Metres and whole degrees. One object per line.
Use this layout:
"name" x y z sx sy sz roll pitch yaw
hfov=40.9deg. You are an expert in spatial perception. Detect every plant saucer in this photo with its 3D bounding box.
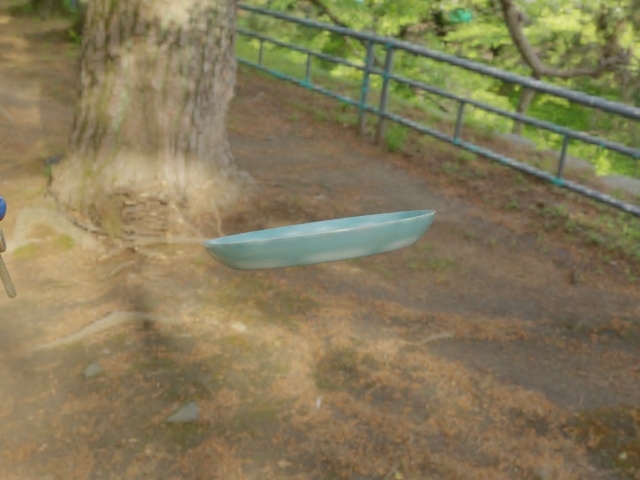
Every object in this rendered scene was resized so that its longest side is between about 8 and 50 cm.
"plant saucer" 0.000 0.000 1.163 0.318 0.043 0.317 -9 4 1

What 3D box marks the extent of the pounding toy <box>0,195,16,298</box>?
"pounding toy" -0.400 -0.003 0.997 0.100 0.141 0.130 4 -3 -21
